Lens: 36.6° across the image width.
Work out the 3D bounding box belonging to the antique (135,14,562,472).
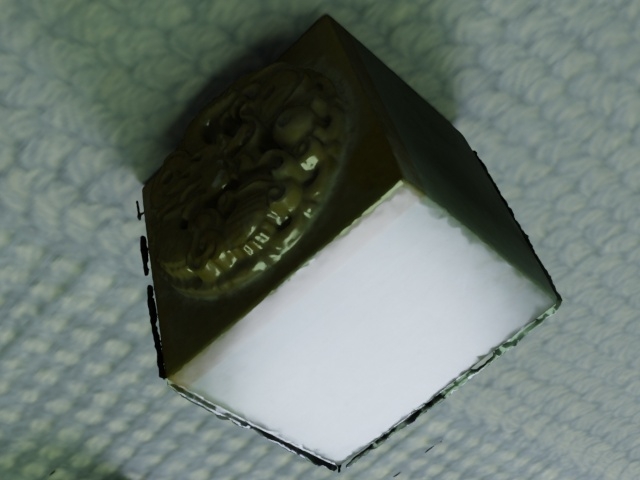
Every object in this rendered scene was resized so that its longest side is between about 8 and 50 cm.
[{"bbox_3d":[0.000,0.000,0.477,0.152,0.146,0.148,-41,130,18],"label":"antique"}]
